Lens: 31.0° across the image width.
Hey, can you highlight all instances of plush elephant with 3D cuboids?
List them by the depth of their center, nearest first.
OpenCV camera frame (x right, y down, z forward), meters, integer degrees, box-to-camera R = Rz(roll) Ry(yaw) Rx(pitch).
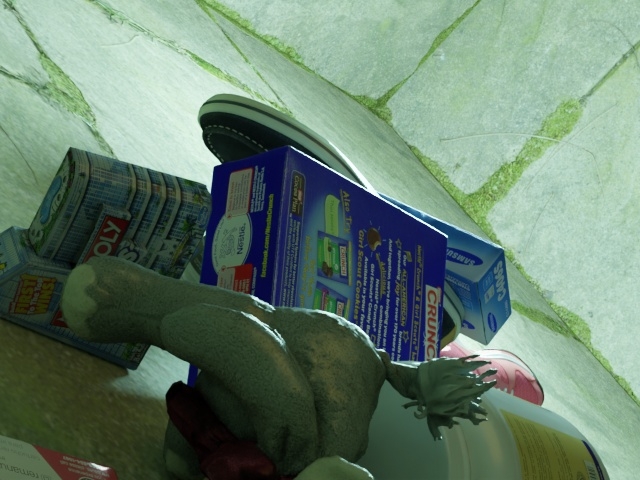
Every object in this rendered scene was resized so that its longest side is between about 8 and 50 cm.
[{"bbox_3d":[-0.044,0.193,0.872,0.272,0.329,0.255,76,23,-47],"label":"plush elephant"}]

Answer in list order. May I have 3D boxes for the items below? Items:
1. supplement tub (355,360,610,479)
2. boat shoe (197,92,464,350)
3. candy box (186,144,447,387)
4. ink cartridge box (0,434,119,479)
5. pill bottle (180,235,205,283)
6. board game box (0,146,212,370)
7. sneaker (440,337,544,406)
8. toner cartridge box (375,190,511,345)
[{"bbox_3d":[0.118,0.251,1.121,0.331,0.241,0.241,26,22,-50],"label":"supplement tub"},{"bbox_3d":[0.000,0.000,1.626,0.500,0.156,0.186,48,-26,-14],"label":"boat shoe"},{"bbox_3d":[0.009,0.079,1.292,0.317,0.122,0.268,27,62,-46],"label":"candy box"},{"bbox_3d":[-0.175,0.226,0.688,0.158,0.092,0.218,29,21,-44],"label":"ink cartridge box"},{"bbox_3d":[-0.111,0.022,1.370,0.078,0.137,0.078,41,14,-12],"label":"pill bottle"},{"bbox_3d":[-0.219,0.018,1.059,0.194,0.194,0.060,13,29,-37],"label":"board game box"},{"bbox_3d":[0.233,0.232,1.833,0.313,0.116,0.136,29,29,-25],"label":"sneaker"},{"bbox_3d":[0.121,0.019,1.765,0.347,0.075,0.165,26,-27,31],"label":"toner cartridge box"}]
